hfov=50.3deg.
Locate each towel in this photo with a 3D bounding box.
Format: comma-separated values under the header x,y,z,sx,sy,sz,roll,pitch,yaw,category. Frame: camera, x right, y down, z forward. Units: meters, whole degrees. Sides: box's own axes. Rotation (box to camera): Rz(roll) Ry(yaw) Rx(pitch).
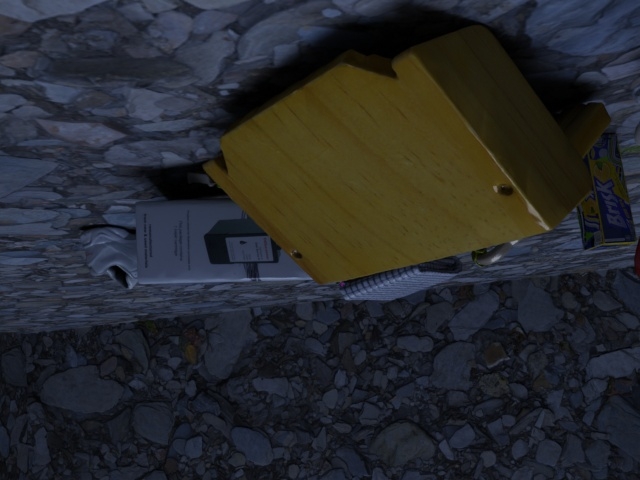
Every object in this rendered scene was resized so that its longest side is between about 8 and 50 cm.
x,y,z,sx,sy,sz,roll,pitch,yaw,category
0.195,0.066,1.721,0.235,0.122,0.283,-25,162,33,towel

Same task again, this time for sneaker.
x,y,z,sx,sy,sz,roll,pitch,yaw,category
-0.364,0.040,1.344,0.090,0.115,0.232,-15,166,43,sneaker

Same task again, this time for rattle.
x,y,z,sx,sy,sz,roll,pitch,yaw,category
0.412,-0.039,1.600,0.199,0.143,0.130,-37,-177,43,rattle

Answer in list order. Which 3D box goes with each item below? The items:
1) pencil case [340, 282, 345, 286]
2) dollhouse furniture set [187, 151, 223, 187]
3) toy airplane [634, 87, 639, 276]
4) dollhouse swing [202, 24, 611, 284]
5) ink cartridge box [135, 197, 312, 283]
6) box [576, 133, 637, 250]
x,y,z,sx,sy,sz,roll,pitch,yaw,category
0.163,0.083,1.941,0.236,0.105,0.104,-5,170,-3,pencil case
-0.119,-0.104,0.953,0.076,0.059,0.151,-6,-168,-44,dollhouse furniture set
0.492,-0.115,0.629,0.385,0.273,0.384,-14,-153,34,toy airplane
0.118,-0.136,0.815,0.315,0.305,0.346,46,144,-21,dollhouse swing
-0.113,-0.005,1.051,0.288,0.122,0.211,-1,-177,1,ink cartridge box
0.421,-0.072,1.025,0.059,0.169,0.054,-3,169,-13,box
